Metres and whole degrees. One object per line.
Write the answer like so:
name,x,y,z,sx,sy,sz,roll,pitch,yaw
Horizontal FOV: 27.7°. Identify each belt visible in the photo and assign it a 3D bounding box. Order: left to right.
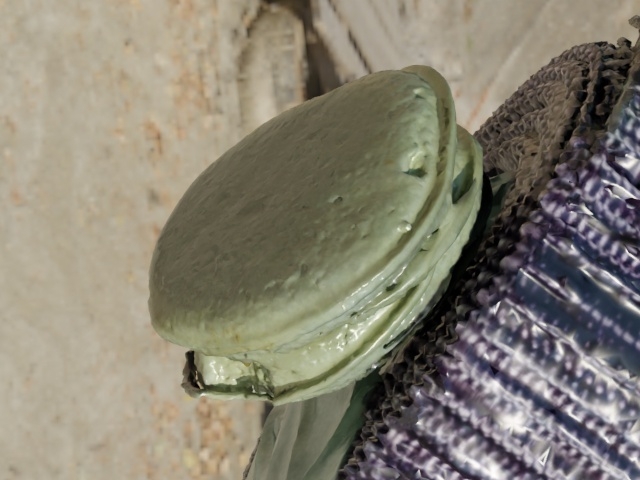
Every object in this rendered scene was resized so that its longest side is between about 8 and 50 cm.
belt,0.063,0.052,0.567,0.260,0.122,0.325,-59,-173,-30

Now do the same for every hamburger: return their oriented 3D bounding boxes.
hamburger,0.000,0.000,0.468,0.062,0.140,0.133,47,49,-30
